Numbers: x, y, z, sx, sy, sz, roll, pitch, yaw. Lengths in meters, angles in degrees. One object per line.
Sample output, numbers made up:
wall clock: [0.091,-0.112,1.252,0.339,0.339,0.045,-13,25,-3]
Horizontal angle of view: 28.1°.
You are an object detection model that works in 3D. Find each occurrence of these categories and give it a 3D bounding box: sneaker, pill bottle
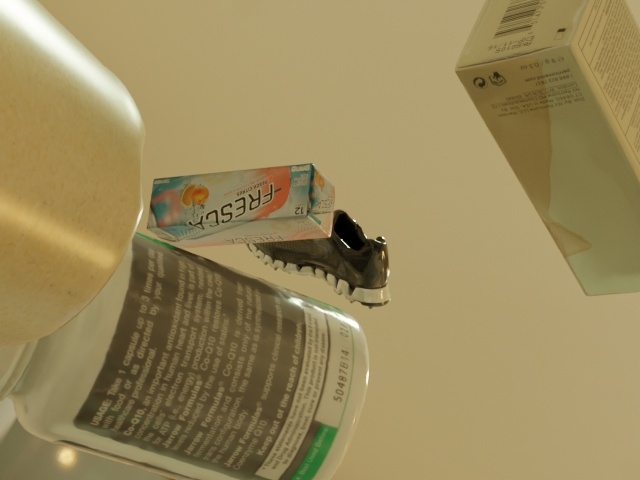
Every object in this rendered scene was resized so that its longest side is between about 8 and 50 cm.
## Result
sneaker: [0.000,0.000,1.684,0.234,0.078,0.106,23,-65,32]
pill bottle: [-0.155,0.105,1.177,0.361,0.204,0.204,22,-29,-23]

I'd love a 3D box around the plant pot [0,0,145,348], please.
plant pot: [-0.280,-0.073,0.777,0.333,0.334,0.305,5,-15,30]

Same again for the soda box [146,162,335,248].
soda box: [-0.080,-0.033,1.287,0.183,0.058,0.063,-5,-23,24]

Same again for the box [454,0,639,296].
box: [0.266,-0.101,1.240,0.121,0.148,0.311,-8,-51,37]
